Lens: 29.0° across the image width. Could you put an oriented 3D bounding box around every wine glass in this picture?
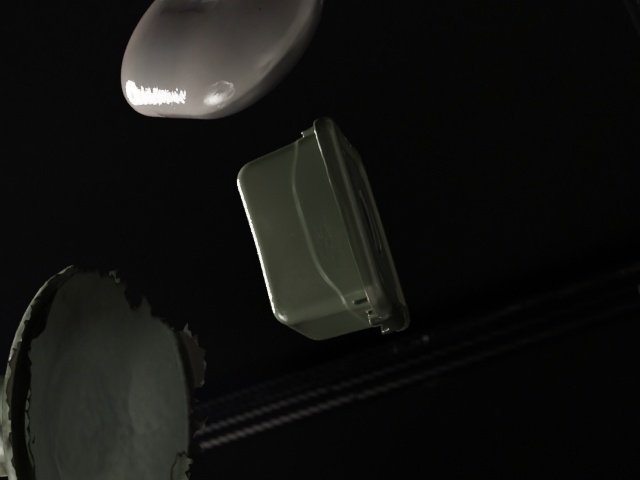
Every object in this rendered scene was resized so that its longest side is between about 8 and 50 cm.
[{"bbox_3d":[-0.255,0.108,0.681,0.357,0.190,0.190,-7,-55,19],"label":"wine glass"}]

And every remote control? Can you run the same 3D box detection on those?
[{"bbox_3d":[-0.119,-0.236,1.425,0.103,0.332,0.221,37,-105,-33],"label":"remote control"}]

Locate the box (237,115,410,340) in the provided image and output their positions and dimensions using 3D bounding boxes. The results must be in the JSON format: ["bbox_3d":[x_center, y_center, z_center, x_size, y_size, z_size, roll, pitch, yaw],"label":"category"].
[{"bbox_3d":[0.000,0.000,1.003,0.093,0.172,0.124,-19,-19,10],"label":"box"}]
